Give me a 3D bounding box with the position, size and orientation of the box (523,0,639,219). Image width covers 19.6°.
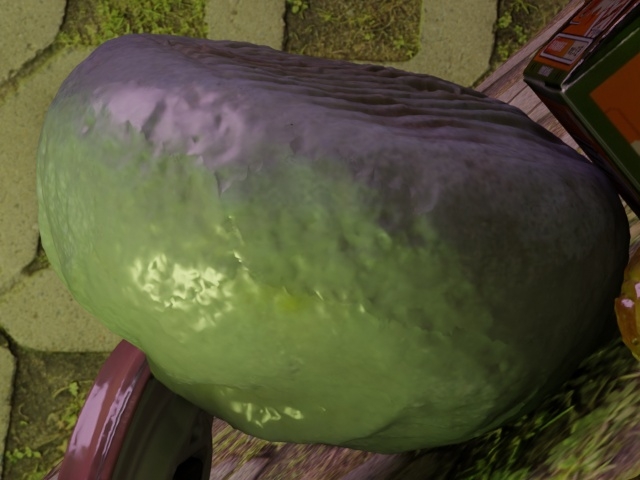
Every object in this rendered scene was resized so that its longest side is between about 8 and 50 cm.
[{"bbox_3d":[0.229,-0.097,1.051,0.177,0.148,0.195,-39,6,6],"label":"box"}]

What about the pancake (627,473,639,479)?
[{"bbox_3d":[0.121,0.112,0.562,0.305,0.067,0.427,-38,7,39],"label":"pancake"}]

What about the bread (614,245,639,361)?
[{"bbox_3d":[0.269,-0.069,0.796,0.367,0.077,0.084,-44,49,17],"label":"bread"}]

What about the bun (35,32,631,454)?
[{"bbox_3d":[0.000,0.000,1.078,0.362,0.362,0.211,-61,-14,-75],"label":"bun"}]

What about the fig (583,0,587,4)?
[{"bbox_3d":[0.247,-0.151,1.385,0.186,0.148,0.142,-10,71,50],"label":"fig"}]

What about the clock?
[{"bbox_3d":[-0.113,0.169,1.188,0.244,0.056,0.244,12,-90,-78],"label":"clock"}]
